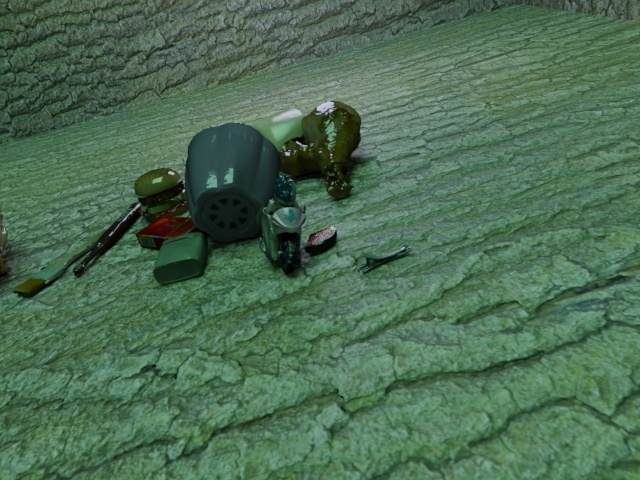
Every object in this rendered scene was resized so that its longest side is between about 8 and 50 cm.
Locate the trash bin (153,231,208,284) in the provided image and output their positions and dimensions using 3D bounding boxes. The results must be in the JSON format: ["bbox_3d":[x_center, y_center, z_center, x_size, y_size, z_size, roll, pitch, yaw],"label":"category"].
[{"bbox_3d":[-0.336,0.041,1.281,0.116,0.059,0.130,-15,29,3],"label":"trash bin"}]

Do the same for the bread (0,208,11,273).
[{"bbox_3d":[-1.074,0.032,1.472,0.394,0.250,0.361,-30,29,-18],"label":"bread"}]

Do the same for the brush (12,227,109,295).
[{"bbox_3d":[-0.698,0.051,1.480,0.086,0.020,0.336,2,32,29],"label":"brush"}]

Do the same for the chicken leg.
[{"bbox_3d":[-0.001,-0.245,1.569,0.295,0.182,0.409,-19,43,12],"label":"chicken leg"}]

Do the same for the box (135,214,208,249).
[{"bbox_3d":[-0.399,-0.020,1.429,0.175,0.048,0.112,6,34,33],"label":"box"}]

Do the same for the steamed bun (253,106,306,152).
[{"bbox_3d":[-0.129,-0.350,1.776,0.200,0.154,0.250,-24,27,-16],"label":"steamed bun"}]

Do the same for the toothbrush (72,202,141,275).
[{"bbox_3d":[-0.606,-0.011,1.526,0.041,0.040,0.364,-7,30,15],"label":"toothbrush"}]

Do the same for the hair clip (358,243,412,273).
[{"bbox_3d":[0.134,0.029,1.100,0.115,0.039,0.030,-19,34,-13],"label":"hair clip"}]

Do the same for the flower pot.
[{"bbox_3d":[-0.237,-0.133,1.378,0.265,0.265,0.243,-11,41,7],"label":"flower pot"}]

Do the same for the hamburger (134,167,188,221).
[{"bbox_3d":[-0.486,-0.147,1.609,0.175,0.136,0.175,-13,32,8],"label":"hamburger"}]

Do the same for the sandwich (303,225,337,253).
[{"bbox_3d":[0.004,-0.002,1.230,0.069,0.026,0.101,-11,25,17],"label":"sandwich"}]

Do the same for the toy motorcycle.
[{"bbox_3d":[-0.082,-0.061,1.196,0.108,0.204,0.239,-10,28,-27],"label":"toy motorcycle"}]
